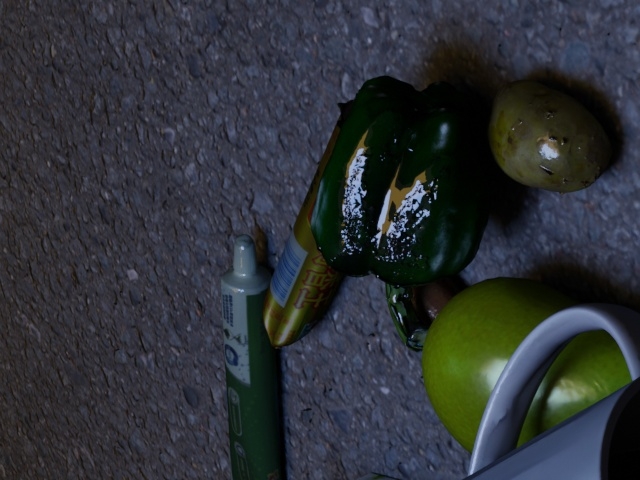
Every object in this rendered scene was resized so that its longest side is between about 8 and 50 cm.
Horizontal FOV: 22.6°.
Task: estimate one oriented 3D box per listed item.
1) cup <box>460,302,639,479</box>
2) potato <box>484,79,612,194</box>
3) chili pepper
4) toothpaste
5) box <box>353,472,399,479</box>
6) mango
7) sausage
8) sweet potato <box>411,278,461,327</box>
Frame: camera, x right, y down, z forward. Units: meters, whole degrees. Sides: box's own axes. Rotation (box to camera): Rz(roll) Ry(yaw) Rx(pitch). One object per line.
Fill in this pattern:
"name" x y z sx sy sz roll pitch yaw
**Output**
"cup" 0.198 0.228 1.251 0.327 0.237 0.322 -42 54 49
"potato" 0.194 -0.091 1.415 0.138 0.070 0.091 27 124 45
"chili pepper" 0.073 -0.022 1.504 0.174 0.165 0.261 -105 24 -60
"toothpaste" -0.081 0.172 1.916 0.099 0.061 0.392 27 129 44
"box" 0.022 0.347 1.678 0.194 0.260 0.111 4 109 52
"mango" 0.210 0.136 1.429 0.273 0.149 0.185 21 123 35
"sausage" 0.000 0.000 1.713 0.082 0.082 0.371 51 141 26
"sweet potato" 0.108 0.059 1.613 0.255 0.058 0.078 44 158 39
